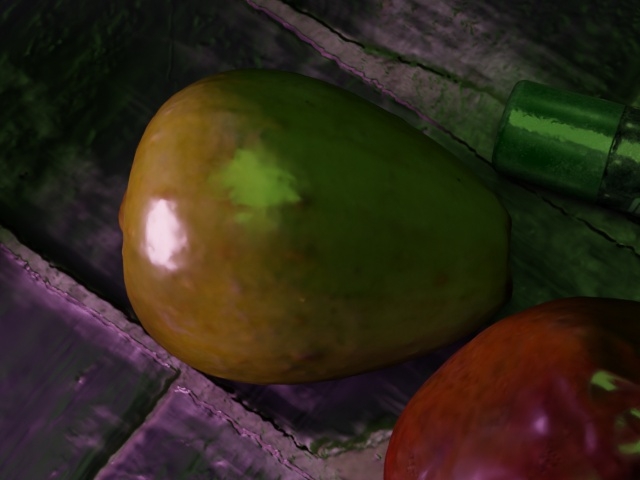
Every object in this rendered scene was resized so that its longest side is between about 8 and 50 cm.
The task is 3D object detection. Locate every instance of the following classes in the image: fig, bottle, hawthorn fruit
[{"bbox_3d":[0.000,0.000,1.307,0.326,0.258,0.258,14,69,-6],"label":"fig"},{"bbox_3d":[0.316,-0.054,1.381,0.330,0.093,0.093,17,71,12],"label":"bottle"},{"bbox_3d":[0.191,0.180,1.180,0.308,0.324,0.308,-4,56,6],"label":"hawthorn fruit"}]
